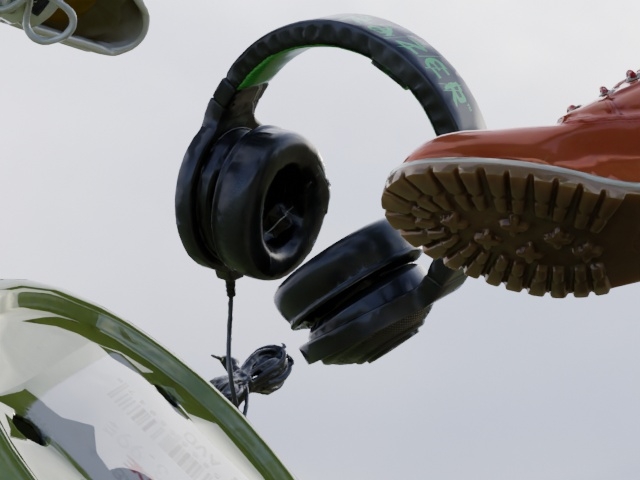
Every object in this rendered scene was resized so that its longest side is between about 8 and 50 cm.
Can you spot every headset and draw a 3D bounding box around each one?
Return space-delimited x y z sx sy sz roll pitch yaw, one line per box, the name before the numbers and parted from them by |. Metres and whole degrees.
headset | 0.000 0.000 1.196 0.185 0.243 0.394 -21 -33 -55

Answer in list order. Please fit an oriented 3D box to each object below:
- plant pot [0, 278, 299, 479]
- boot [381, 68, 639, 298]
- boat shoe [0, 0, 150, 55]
plant pot | -0.139 0.158 0.411 0.293 0.275 0.275 -47 -29 12
boot | 0.100 -0.028 0.495 0.158 0.084 0.059 2 -37 5
boat shoe | -0.250 -0.227 1.196 0.136 0.156 0.367 -50 -25 4
